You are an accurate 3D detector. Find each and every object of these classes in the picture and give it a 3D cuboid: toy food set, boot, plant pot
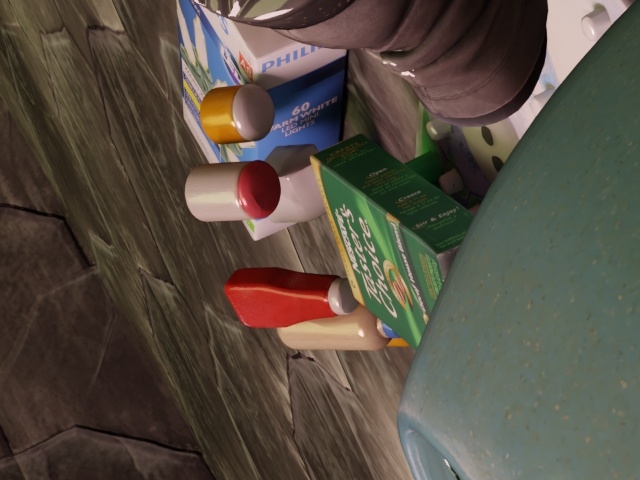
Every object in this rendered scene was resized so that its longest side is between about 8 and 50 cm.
[{"bbox_3d":[0.000,0.000,1.285,0.105,0.111,0.232,-2,127,38],"label":"toy food set"},{"bbox_3d":[0.038,-0.227,0.769,0.118,0.338,0.223,13,-179,29],"label":"boot"},{"bbox_3d":[0.139,0.058,0.555,0.290,0.195,0.290,58,171,15],"label":"plant pot"}]

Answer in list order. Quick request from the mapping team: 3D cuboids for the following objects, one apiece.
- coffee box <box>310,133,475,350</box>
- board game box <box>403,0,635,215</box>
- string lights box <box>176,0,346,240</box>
[{"bbox_3d":[0.058,0.016,1.122,0.184,0.040,0.113,42,154,58],"label":"coffee box"},{"bbox_3d":[0.142,0.018,1.011,0.390,0.050,0.390,57,164,27],"label":"board game box"},{"bbox_3d":[-0.045,-0.125,1.394,0.133,0.077,0.259,59,165,24],"label":"string lights box"}]
